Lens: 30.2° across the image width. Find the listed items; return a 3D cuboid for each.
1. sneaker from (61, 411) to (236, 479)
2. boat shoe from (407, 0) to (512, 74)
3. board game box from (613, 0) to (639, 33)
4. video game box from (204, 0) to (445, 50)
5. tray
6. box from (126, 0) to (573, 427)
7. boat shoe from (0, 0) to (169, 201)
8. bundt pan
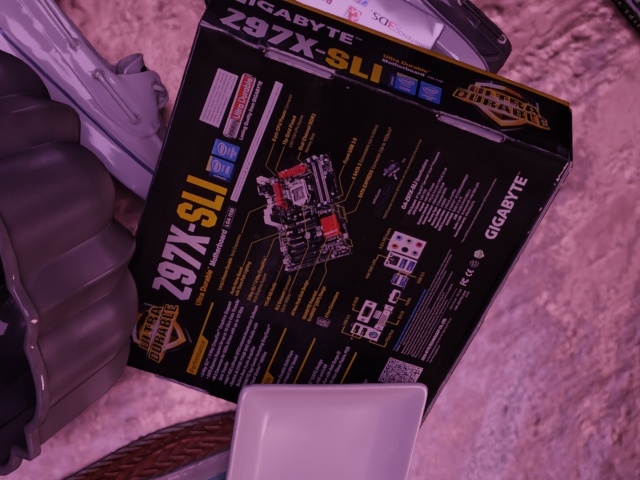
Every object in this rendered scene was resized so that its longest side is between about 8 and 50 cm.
[{"bbox_3d":[-0.152,0.241,0.941,0.302,0.108,0.121,-25,104,-6],"label":"sneaker"},{"bbox_3d":[0.070,-0.219,0.984,0.228,0.080,0.076,46,69,4],"label":"boat shoe"},{"bbox_3d":[0.287,-0.270,1.017,0.136,0.030,0.259,-40,89,-6],"label":"board game box"},{"bbox_3d":[-0.006,-0.173,0.911,0.187,0.205,0.048,28,87,0],"label":"video game box"},{"bbox_3d":[-0.013,0.219,0.917,0.145,0.030,0.270,1,116,-19],"label":"tray"},{"bbox_3d":[0.000,0.000,0.863,0.257,0.079,0.322,20,128,-3],"label":"box"},{"bbox_3d":[-0.161,-0.109,0.925,0.084,0.095,0.258,-46,116,1],"label":"boat shoe"},{"bbox_3d":[-0.250,-0.003,0.860,0.124,0.331,0.330,-28,88,-39],"label":"bundt pan"}]
